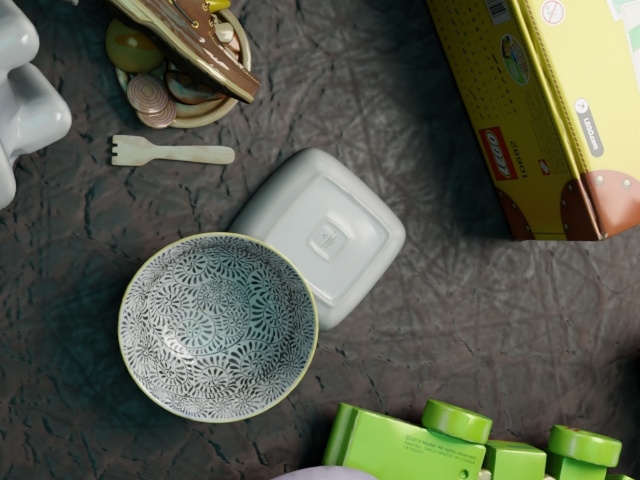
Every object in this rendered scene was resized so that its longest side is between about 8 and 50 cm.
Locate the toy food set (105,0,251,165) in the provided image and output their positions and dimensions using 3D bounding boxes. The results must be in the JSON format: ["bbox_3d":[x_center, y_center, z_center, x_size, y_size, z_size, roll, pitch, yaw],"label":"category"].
[{"bbox_3d":[-0.125,-0.162,1.160,0.132,0.038,0.192,1,91,-16],"label":"toy food set"}]

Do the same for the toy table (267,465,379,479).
[{"bbox_3d":[-0.035,0.329,1.092,0.252,0.161,0.274,35,99,-16],"label":"toy table"}]

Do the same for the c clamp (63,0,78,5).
[{"bbox_3d":[-0.249,-0.268,1.096,0.137,0.022,0.160,13,58,-1],"label":"c clamp"}]

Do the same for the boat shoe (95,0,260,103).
[{"bbox_3d":[-0.116,-0.185,1.111,0.178,0.064,0.060,38,83,-19],"label":"boat shoe"}]

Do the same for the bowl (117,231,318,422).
[{"bbox_3d":[-0.090,0.067,1.144,0.170,0.080,0.170,-1,102,-6],"label":"bowl"}]

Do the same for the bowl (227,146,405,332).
[{"bbox_3d":[0.000,0.000,1.192,0.142,0.053,0.142,42,81,-12],"label":"bowl"}]

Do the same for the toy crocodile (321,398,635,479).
[{"bbox_3d":[0.167,0.220,1.225,0.341,0.105,0.115,13,88,-11],"label":"toy crocodile"}]

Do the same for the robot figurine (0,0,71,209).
[{"bbox_3d":[-0.377,-0.071,1.007,0.353,0.200,0.300,-27,122,-14],"label":"robot figurine"}]

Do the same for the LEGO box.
[{"bbox_3d":[0.287,-0.293,1.195,0.372,0.193,0.500,-22,96,-14],"label":"LEGO box"}]
